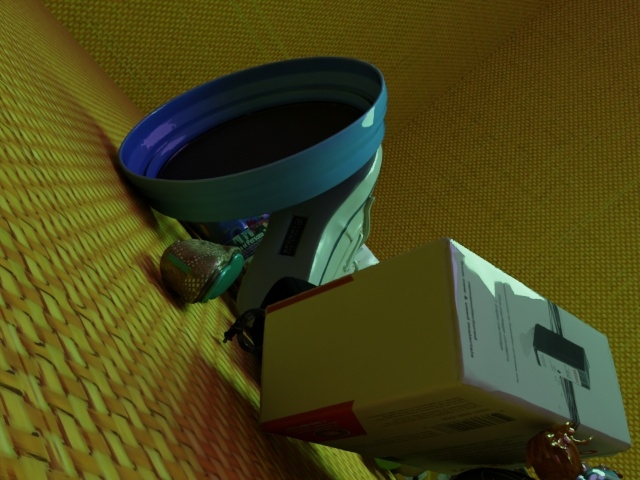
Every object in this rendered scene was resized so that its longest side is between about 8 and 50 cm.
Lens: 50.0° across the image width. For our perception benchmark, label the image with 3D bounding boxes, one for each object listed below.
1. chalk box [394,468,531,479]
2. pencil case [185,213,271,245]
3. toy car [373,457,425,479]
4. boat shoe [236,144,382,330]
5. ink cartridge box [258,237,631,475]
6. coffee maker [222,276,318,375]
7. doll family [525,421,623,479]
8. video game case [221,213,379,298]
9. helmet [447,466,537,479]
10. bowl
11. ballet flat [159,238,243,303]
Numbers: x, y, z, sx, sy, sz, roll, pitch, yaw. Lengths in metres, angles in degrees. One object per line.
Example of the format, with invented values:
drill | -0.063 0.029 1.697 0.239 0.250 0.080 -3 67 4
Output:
chalk box | 0.254 0.416 1.226 0.179 0.180 0.289 48 -4 41
pencil case | -0.143 -0.012 1.164 0.306 0.133 0.119 50 -38 7
toy car | 0.117 0.314 1.045 0.155 0.148 0.189 -127 -152 -57
boat shoe | 0.007 0.003 1.009 0.135 0.367 0.156 9 -30 23
ink cartridge box | 0.112 0.121 0.599 0.272 0.197 0.114 28 51 -39
coffee maker | -0.023 0.104 0.776 0.171 0.120 0.178 50 -3 -16
doll family | 0.176 0.218 0.465 0.163 0.262 0.118 58 -41 18
video game case | -0.026 0.048 1.084 0.210 0.232 0.042 49 -35 7
helmet | 0.168 0.289 0.600 0.169 0.169 0.162 47 -19 51
bowl | -0.091 -0.154 0.991 0.391 0.391 0.077 47 -22 55
ballet flat | -0.124 0.024 0.717 0.067 0.073 0.206 35 -6 0
